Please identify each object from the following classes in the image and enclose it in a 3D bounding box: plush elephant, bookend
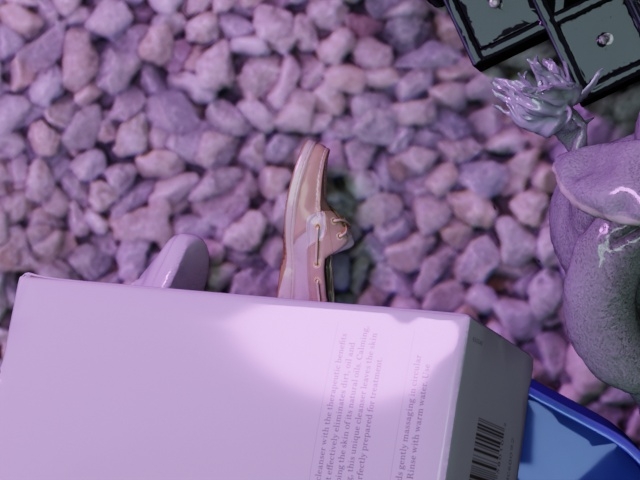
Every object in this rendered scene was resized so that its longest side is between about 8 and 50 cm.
[{"bbox_3d":[0.280,-0.030,0.945,0.272,0.255,0.330,-44,93,-14],"label":"plush elephant"},{"bbox_3d":[0.184,-0.168,1.108,0.157,0.072,0.156,-24,87,12],"label":"bookend"}]

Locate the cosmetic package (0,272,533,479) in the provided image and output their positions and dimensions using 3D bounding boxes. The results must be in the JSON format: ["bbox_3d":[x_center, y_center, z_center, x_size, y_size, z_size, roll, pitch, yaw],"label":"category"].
[{"bbox_3d":[-0.052,0.143,0.985,0.365,0.155,0.197,5,78,28],"label":"cosmetic package"}]

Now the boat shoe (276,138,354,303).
[{"bbox_3d":[0.000,0.000,1.161,0.059,0.063,0.170,8,102,9],"label":"boat shoe"}]

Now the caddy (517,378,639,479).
[{"bbox_3d":[0.121,0.220,1.077,0.341,0.179,0.241,28,96,10],"label":"caddy"}]

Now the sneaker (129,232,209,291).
[{"bbox_3d":[-0.176,0.078,1.194,0.094,0.080,0.212,30,98,22],"label":"sneaker"}]
